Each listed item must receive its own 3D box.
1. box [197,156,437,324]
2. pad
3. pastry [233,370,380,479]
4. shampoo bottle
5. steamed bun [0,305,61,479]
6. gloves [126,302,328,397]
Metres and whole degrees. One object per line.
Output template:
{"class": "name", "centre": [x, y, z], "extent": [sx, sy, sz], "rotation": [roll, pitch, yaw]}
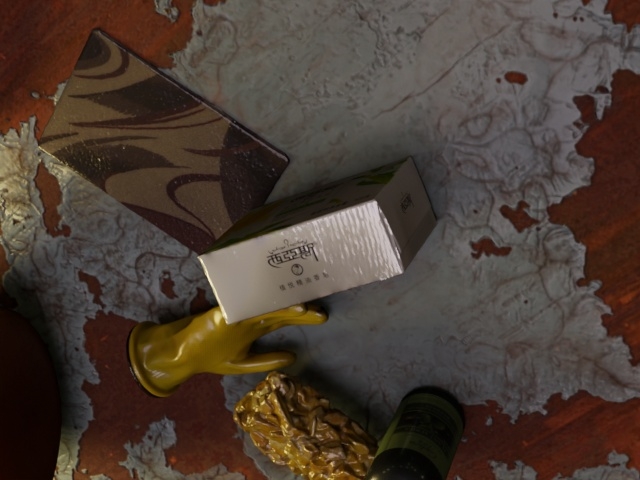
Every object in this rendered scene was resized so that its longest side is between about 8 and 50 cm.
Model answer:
{"class": "box", "centre": [0.000, 0.000, 1.556], "extent": [0.260, 0.194, 0.111], "rotation": [-20, 102, 23]}
{"class": "pad", "centre": [-0.227, -0.124, 1.687], "extent": [0.330, 0.004, 0.220], "rotation": [33, 120, 1]}
{"class": "pastry", "centre": [-0.005, 0.294, 1.725], "extent": [0.250, 0.102, 0.154], "rotation": [40, 142, -5]}
{"class": "shampoo bottle", "centre": [0.120, 0.309, 1.613], "extent": [0.101, 0.284, 0.101], "rotation": [8, 116, 16]}
{"class": "steamed bun", "centre": [-0.536, 0.246, 1.824], "extent": [0.235, 0.248, 0.379], "rotation": [1, 124, 20]}
{"class": "gloves", "centre": [-0.125, 0.135, 1.705], "extent": [0.294, 0.133, 0.116], "rotation": [-18, 78, 25]}
